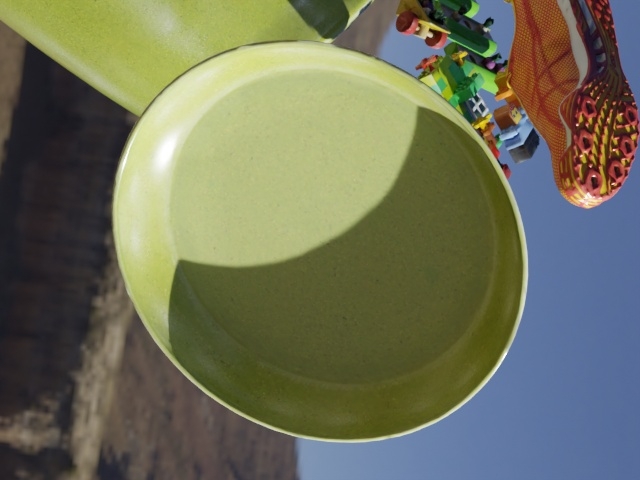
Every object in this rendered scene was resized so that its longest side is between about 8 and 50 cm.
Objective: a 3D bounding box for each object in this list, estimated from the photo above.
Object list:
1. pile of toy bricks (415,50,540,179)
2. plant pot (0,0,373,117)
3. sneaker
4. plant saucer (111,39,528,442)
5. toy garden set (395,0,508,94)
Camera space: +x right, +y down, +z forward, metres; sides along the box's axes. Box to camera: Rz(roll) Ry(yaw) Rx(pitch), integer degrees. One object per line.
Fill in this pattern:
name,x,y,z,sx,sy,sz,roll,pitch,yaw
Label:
pile of toy bricks,0.114,-0.112,1.219,0.105,0.118,0.212,56,35,-16
plant pot,-0.143,-0.277,1.297,0.366,0.353,0.366,-41,-173,6
sneaker,0.146,-0.089,0.868,0.067,0.064,0.175,-33,-137,39
plant saucer,0.000,0.000,0.813,0.037,0.241,0.241,-50,153,-60
toy garden set,0.147,-0.310,1.789,0.049,0.204,0.244,-37,-124,29
